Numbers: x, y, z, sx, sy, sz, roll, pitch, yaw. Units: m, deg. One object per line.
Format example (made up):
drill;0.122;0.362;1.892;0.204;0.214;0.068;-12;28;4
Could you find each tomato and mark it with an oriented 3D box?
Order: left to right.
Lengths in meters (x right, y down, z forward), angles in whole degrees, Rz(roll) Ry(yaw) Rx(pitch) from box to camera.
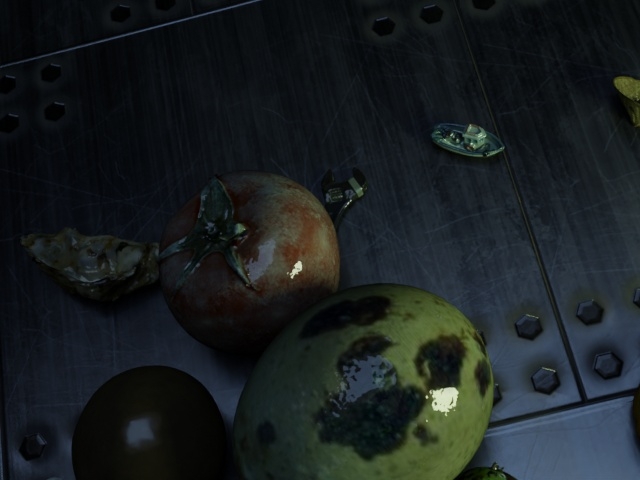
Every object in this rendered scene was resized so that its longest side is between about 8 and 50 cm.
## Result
tomato;-0.119;0.037;1.806;0.316;0.282;0.317;-14;56;22

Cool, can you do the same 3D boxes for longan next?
longan;-0.279;0.328;1.722;0.258;0.258;0.258;-4;64;8

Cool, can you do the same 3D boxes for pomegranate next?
pomegranate;0.262;0.425;1.663;0.122;0.122;0.161;-3;92;9

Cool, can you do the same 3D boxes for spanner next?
spanner;0.000;0.000;1.959;0.087;0.024;0.316;15;69;18

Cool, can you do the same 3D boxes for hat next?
hat;0.587;-0.236;1.951;0.146;0.067;0.146;15;30;-9

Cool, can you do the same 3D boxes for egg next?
egg;0.060;0.254;1.643;0.428;0.345;0.345;-29;63;-1

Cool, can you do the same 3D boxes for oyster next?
oyster;-0.426;0.037;1.989;0.294;0.094;0.166;20;50;28

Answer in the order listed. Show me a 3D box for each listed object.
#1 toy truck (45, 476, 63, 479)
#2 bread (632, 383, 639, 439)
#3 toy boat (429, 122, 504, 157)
toy truck;-0.367;0.573;1.643;0.173;0.207;0.387;-29;59;-14
bread;0.628;0.254;1.657;0.270;0.148;0.270;-4;60;7
toy boat;0.273;-0.190;1.977;0.140;0.066;0.059;18;65;16
